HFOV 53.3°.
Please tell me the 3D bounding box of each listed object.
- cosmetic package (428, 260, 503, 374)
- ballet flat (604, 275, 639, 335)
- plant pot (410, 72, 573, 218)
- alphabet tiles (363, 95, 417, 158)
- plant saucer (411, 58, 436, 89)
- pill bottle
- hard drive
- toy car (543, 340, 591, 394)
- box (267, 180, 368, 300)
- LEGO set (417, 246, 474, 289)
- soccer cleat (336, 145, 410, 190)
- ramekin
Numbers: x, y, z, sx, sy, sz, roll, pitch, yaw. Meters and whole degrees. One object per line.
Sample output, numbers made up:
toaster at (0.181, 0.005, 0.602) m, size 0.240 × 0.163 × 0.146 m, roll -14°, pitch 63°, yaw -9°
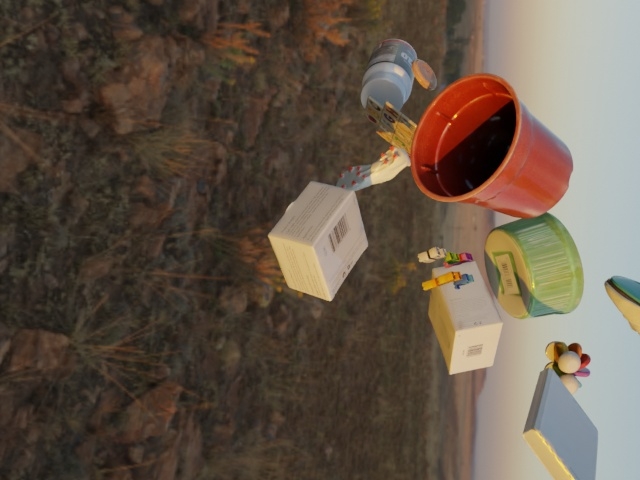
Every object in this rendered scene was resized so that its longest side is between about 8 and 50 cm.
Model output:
cosmetic package at (0.407, 0.220, 1.824) m, size 0.224 × 0.138 × 0.225 m, roll 84°, pitch -6°, yaw -48°
ballet flat at (0.834, 0.215, 1.469) m, size 0.139 × 0.400 × 0.139 m, roll -27°, pitch 130°, yaw -37°
plant pot at (0.382, -0.176, 1.359) m, size 0.265 × 0.272 × 0.272 m, roll 18°, pitch 71°, yaw -37°
alphabet tiles at (0.270, -0.300, 1.921) m, size 0.011 × 0.342 × 0.285 m, roll -50°, pitch 176°, yaw -5°
plant saucer at (0.251, -0.398, 1.525) m, size 0.083 × 0.013 × 0.083 m, roll 25°, pitch 50°, yaw -34°
pill bottle at (0.221, -0.524, 2.065) m, size 0.283 × 0.161 × 0.161 m, roll -72°, pitch 158°, yaw -48°
hard drive at (0.553, 0.439, 1.449) m, size 0.203 × 0.040 × 0.307 m, roll 54°, pitch 28°, yaw 3°
toy car at (0.855, 0.433, 2.182) m, size 0.159 × 0.136 × 0.182 m, roll -110°, pitch -161°, yaw -77°
box at (0.000, 0.000, 1.400) m, size 0.181 × 0.119 × 0.182 m, roll -54°, pitch 144°, yaw -31°
LEGO set at (0.297, 0.078, 1.556) m, size 0.227 × 0.093 × 0.087 m, roll 10°, pitch 62°, yaw -55°
soccer cleat at (0.131, -0.162, 1.567) m, size 0.076 × 0.196 × 0.068 m, roll 34°, pitch 38°, yaw -48°
ramekin at (0.591, 0.078, 1.809) m, size 0.303 × 0.148 × 0.303 m, roll 166°, pitch -90°, yaw -80°
